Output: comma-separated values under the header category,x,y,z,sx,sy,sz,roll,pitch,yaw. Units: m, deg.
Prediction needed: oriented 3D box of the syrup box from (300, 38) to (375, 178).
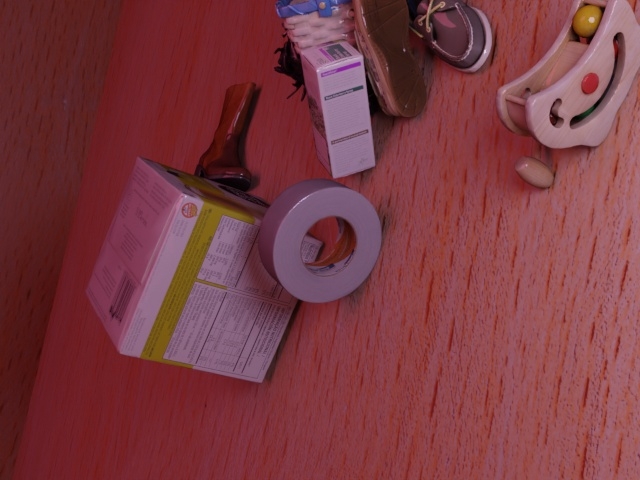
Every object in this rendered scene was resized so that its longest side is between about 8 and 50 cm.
category,x,y,z,sx,sy,sz,roll,pitch,yaw
syrup box,0.035,-0.246,1.510,0.093,0.096,0.236,-124,20,-50

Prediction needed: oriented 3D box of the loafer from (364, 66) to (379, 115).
category,x,y,z,sx,sy,sz,roll,pitch,yaw
loafer,0.093,-0.302,1.571,0.220,0.078,0.080,-47,41,36

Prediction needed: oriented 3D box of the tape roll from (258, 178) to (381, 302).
category,x,y,z,sx,sy,sz,roll,pitch,yaw
tape roll,0.000,0.000,1.454,0.072,0.219,0.219,35,107,56

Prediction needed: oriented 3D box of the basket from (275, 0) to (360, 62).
category,x,y,z,sx,sy,sz,roll,pitch,yaw
basket,0.012,-0.492,1.564,0.201,0.288,0.254,-14,28,13

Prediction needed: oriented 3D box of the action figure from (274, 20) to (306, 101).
category,x,y,z,sx,sy,sz,roll,pitch,yaw
action figure,-0.028,-0.454,1.775,0.164,0.141,0.275,25,124,49

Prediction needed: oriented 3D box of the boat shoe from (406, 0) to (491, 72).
category,x,y,z,sx,sy,sz,roll,pitch,yaw
boat shoe,0.206,-0.403,1.430,0.109,0.091,0.305,-54,38,29

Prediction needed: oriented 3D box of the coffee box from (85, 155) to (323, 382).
category,x,y,z,sx,sy,sz,roll,pitch,yaw
coffee box,-0.257,0.058,1.715,0.338,0.334,0.338,36,105,57

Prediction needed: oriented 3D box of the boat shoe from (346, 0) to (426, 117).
category,x,y,z,sx,sy,sz,roll,pitch,yaw
boat shoe,0.106,-0.357,1.448,0.089,0.105,0.285,13,122,58

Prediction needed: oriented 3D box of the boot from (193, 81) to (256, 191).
category,x,y,z,sx,sy,sz,roll,pitch,yaw
boot,-0.209,-0.265,2.043,0.264,0.096,0.280,8,77,65

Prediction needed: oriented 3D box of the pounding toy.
category,x,y,z,sx,sy,sz,roll,pitch,yaw
pounding toy,0.316,-0.216,1.124,0.155,0.154,0.269,40,110,55
